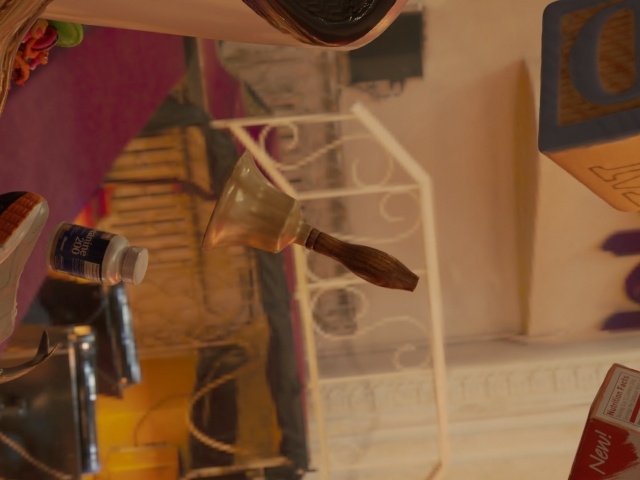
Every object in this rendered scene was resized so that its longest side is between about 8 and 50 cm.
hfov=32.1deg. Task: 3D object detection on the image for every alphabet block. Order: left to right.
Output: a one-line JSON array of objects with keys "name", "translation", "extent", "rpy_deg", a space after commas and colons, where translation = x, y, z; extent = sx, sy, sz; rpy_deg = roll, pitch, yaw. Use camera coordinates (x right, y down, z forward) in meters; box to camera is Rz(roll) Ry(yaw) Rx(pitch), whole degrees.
[{"name": "alphabet block", "translation": [0.369, -0.160, 1.212], "extent": [0.197, 0.193, 0.192], "rpy_deg": [28, 63, -45]}]

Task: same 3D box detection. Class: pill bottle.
[{"name": "pill bottle", "translation": [-0.287, 0.020, 1.433], "extent": [0.067, 0.120, 0.067], "rpy_deg": [13, 90, -81]}]

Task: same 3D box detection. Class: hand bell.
[{"name": "hand bell", "translation": [0.000, 0.000, 1.273], "extent": [0.126, 0.242, 0.126], "rpy_deg": [23, 90, -89]}]

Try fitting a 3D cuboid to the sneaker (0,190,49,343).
[{"name": "sneaker", "translation": [-0.418, 0.060, 1.402], "extent": [0.262, 0.099, 0.121], "rpy_deg": [-55, 139, -12]}]

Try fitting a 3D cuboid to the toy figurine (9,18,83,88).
[{"name": "toy figurine", "translation": [-0.384, -0.204, 1.288], "extent": [0.130, 0.173, 0.159], "rpy_deg": [78, 28, -54]}]

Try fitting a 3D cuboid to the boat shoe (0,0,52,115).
[{"name": "boat shoe", "translation": [-0.196, -0.150, 0.511], "extent": [0.132, 0.130, 0.355], "rpy_deg": [57, -43, 23]}]

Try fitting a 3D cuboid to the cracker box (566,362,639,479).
[{"name": "cracker box", "translation": [0.250, 0.184, 0.625], "extent": [0.067, 0.232, 0.156], "rpy_deg": [-42, 146, -53]}]

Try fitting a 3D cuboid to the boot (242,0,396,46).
[{"name": "boot", "translation": [-0.127, -0.269, 0.637], "extent": [0.377, 0.138, 0.284], "rpy_deg": [51, -21, -24]}]

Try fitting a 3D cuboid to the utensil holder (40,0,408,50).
[{"name": "utensil holder", "translation": [-0.121, -0.347, 1.024], "extent": [0.327, 0.385, 0.328], "rpy_deg": [-6, -97, 60]}]

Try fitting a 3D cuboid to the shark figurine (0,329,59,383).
[{"name": "shark figurine", "translation": [-0.565, 0.187, 1.758], "extent": [0.116, 0.278, 0.166], "rpy_deg": [123, -15, -80]}]
